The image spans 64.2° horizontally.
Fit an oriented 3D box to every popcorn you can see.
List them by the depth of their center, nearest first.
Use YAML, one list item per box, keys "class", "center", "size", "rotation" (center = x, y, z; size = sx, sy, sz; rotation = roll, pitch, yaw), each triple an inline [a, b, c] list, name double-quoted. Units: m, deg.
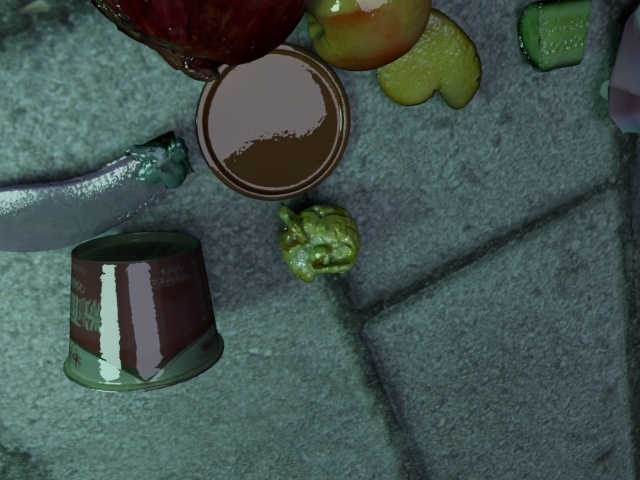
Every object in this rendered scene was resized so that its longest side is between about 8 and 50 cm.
- class: "popcorn"
  center: [0.000, 0.000, 0.869]
  size: [0.135, 0.162, 0.141]
  rotation: [-47, 152, -34]

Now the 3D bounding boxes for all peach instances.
- class: "peach"
  center: [0.063, -0.327, 0.701]
  size: [0.184, 0.184, 0.184]
  rotation: [-7, 115, -16]

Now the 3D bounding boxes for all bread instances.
- class: "bread"
  center: [0.174, -0.281, 0.834]
  size: [0.188, 0.065, 0.149]
  rotation: [32, 111, -31]

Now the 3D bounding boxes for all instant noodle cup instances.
- class: "instant noodle cup"
  center: [-0.266, 0.092, 0.765]
  size: [0.235, 0.235, 0.178]
  rotation: [-5, 105, -17]

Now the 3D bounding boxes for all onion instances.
- class: "onion"
  center: [-0.142, -0.319, 0.589]
  size: [0.276, 0.276, 0.276]
  rotation: [-7, 115, -16]

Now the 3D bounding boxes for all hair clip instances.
- class: "hair clip"
  center: [-0.352, -0.061, 0.746]
  size: [0.359, 0.110, 0.095]
  rotation: [-25, 79, -2]

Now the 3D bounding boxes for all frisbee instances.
- class: "frisbee"
  center: [-0.071, -0.183, 0.813]
  size: [0.251, 0.021, 0.250]
  rotation: [-7, 116, -15]

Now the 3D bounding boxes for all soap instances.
- class: "soap"
  center: [0.640, -0.352, 0.902]
  size: [0.193, 0.109, 0.323]
  rotation: [35, 89, -24]

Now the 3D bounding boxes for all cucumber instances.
- class: "cucumber"
  center: [0.398, -0.356, 0.872]
  size: [0.115, 0.062, 0.116]
  rotation: [-14, 124, -11]

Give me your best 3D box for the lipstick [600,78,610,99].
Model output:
- class: "lipstick"
  center: [0.606, -0.285, 0.987]
  size: [0.141, 0.040, 0.040]
  rotation: [1, 113, -19]
